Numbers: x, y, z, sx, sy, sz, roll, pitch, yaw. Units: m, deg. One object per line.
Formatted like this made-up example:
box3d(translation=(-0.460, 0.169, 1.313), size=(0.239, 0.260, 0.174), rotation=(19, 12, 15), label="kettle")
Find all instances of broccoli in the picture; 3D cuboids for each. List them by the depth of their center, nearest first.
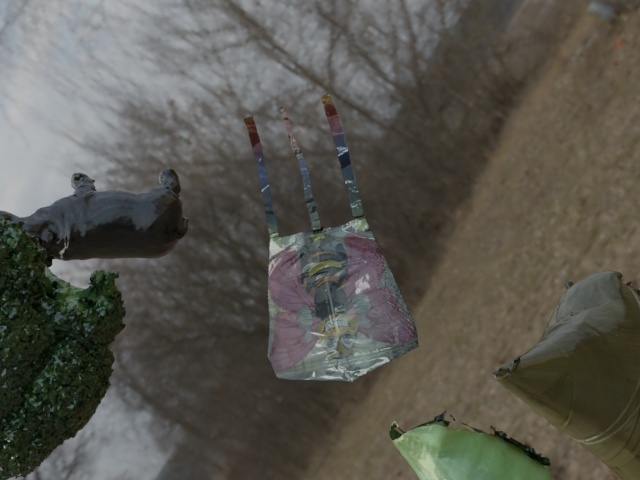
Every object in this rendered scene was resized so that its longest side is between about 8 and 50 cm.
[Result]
box3d(translation=(-0.309, 0.090, 1.011), size=(0.242, 0.261, 0.269), rotation=(-96, 27, -50), label="broccoli")

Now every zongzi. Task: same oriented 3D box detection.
box3d(translation=(0.377, 0.126, 1.799), size=(0.181, 0.418, 0.447), rotation=(-45, 33, 28), label="zongzi")

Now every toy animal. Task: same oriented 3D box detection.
box3d(translation=(-0.372, -0.020, 1.802), size=(0.168, 0.343, 0.106), rotation=(-122, 26, -48), label="toy animal")

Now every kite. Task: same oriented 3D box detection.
box3d(translation=(0.001, 0.000, 1.493), size=(0.204, 0.360, 0.022), rotation=(-14, -8, 21), label="kite")

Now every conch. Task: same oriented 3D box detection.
box3d(translation=(0.214, 0.314, 1.514), size=(0.137, 0.251, 0.143), rotation=(-29, 6, -40), label="conch")
